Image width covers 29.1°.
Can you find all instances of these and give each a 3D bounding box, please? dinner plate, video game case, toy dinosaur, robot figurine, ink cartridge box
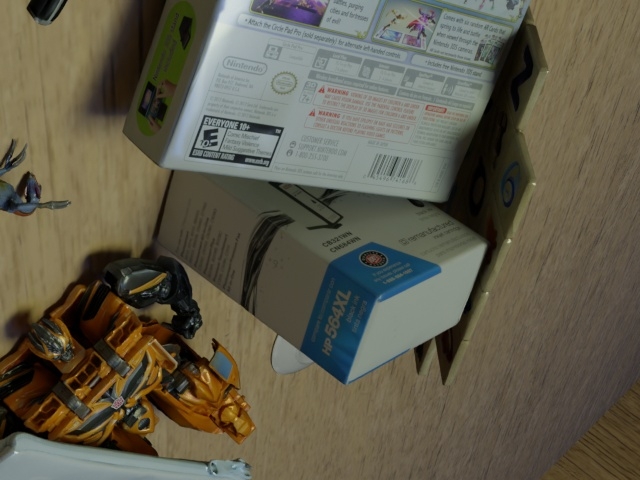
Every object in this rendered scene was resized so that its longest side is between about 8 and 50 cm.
[{"bbox_3d":[0.004,0.085,1.276,0.141,0.017,0.141,-38,150,-27],"label":"dinner plate"},{"bbox_3d":[0.025,-0.156,0.838,0.269,0.061,0.244,5,116,-42],"label":"video game case"},{"bbox_3d":[-0.203,-0.034,0.762,0.090,0.047,0.082,-13,157,-5],"label":"toy dinosaur"},{"bbox_3d":[-0.152,0.129,0.980,0.211,0.085,0.291,-47,155,-9],"label":"robot figurine"},{"bbox_3d":[0.000,0.000,0.937,0.148,0.203,0.086,-24,140,-47],"label":"ink cartridge box"}]

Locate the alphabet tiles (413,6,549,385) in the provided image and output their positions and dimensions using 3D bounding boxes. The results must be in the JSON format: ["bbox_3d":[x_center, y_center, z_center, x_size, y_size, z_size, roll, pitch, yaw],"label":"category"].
[{"bbox_3d":[0.119,-0.059,1.041,0.011,0.285,0.343,6,134,-11],"label":"alphabet tiles"}]

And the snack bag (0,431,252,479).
[{"bbox_3d":[-0.250,0.252,0.925,0.342,0.037,0.323,-41,153,12],"label":"snack bag"}]

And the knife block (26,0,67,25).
[{"bbox_3d":[-0.135,-0.232,0.535,0.242,0.088,0.276,-43,154,-22],"label":"knife block"}]
